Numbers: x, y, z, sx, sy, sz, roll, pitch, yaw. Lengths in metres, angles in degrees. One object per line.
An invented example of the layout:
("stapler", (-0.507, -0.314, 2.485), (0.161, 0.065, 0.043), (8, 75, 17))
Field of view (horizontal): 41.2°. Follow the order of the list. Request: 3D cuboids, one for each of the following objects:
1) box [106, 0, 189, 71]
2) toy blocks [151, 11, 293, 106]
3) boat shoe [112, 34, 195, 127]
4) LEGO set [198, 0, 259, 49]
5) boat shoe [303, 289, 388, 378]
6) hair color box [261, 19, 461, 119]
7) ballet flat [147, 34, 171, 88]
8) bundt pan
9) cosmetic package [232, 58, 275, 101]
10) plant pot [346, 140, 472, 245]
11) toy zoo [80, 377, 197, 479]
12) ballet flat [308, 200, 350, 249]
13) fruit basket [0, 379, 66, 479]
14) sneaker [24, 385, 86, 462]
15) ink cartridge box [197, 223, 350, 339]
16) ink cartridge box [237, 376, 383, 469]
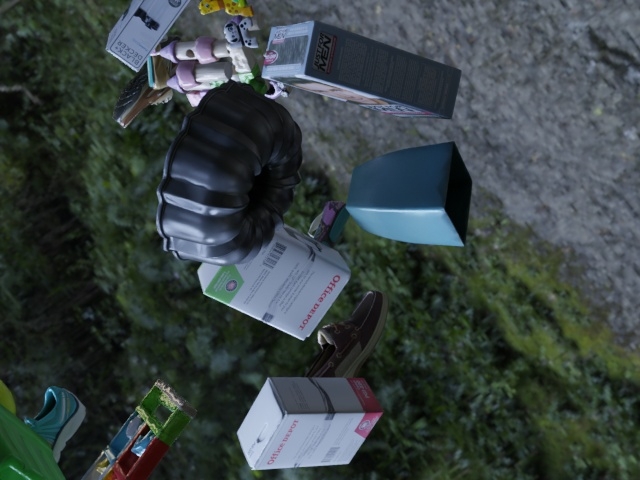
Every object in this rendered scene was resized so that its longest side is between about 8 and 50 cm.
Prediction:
("box", (-0.367, -0.539, 1.929), (0.087, 0.290, 0.169), (33, -163, -24))
("toy blocks", (-0.260, -0.394, 2.115), (0.289, 0.260, 0.309), (67, -147, -42))
("boat shoe", (-0.502, -0.473, 2.609), (0.120, 0.324, 0.122), (38, -177, -35))
("LEGO set", (-0.186, -0.455, 1.547), (0.087, 0.093, 0.227), (-84, -22, -70))
("boat shoe", (0.050, 0.250, 2.076), (0.123, 0.342, 0.123), (36, 160, -14))
("hair color box", (0.088, -0.349, 1.779), (0.374, 0.114, 0.185), (11, -178, -31))
("ballet flat", (-0.467, -0.552, 2.432), (0.080, 0.073, 0.232), (-149, 51, -62))
("bundt pan", (-0.135, -0.098, 1.456), (0.124, 0.331, 0.331), (22, 172, 20))
("cosmetic package", (-0.195, -0.411, 2.439), (0.107, 0.127, 0.238), (101, 167, -46))
("plant pot", (0.186, -0.092, 1.825), (0.165, 0.234, 0.166), (50, -136, -53))
("toy zoo", (-0.328, 0.372, 1.406), (0.030, 0.293, 0.192), (41, 167, -20))
("ballet flat", (0.000, 0.000, 2.055), (0.079, 0.222, 0.077), (11, 156, 32))
("fruit basket", (-0.661, 0.386, 1.575), (0.392, 0.283, 0.392), (36, 160, 16))
("sneaker", (-0.649, 0.457, 1.936), (0.110, 0.107, 0.275), (51, -137, -30))
("ink cartridge box", (-0.102, 0.071, 1.883), (0.272, 0.198, 0.115), (29, -166, -27))
("ink cartridge box", (-0.021, 0.333, 1.554), (0.217, 0.159, 0.092), (6, -144, -35))
